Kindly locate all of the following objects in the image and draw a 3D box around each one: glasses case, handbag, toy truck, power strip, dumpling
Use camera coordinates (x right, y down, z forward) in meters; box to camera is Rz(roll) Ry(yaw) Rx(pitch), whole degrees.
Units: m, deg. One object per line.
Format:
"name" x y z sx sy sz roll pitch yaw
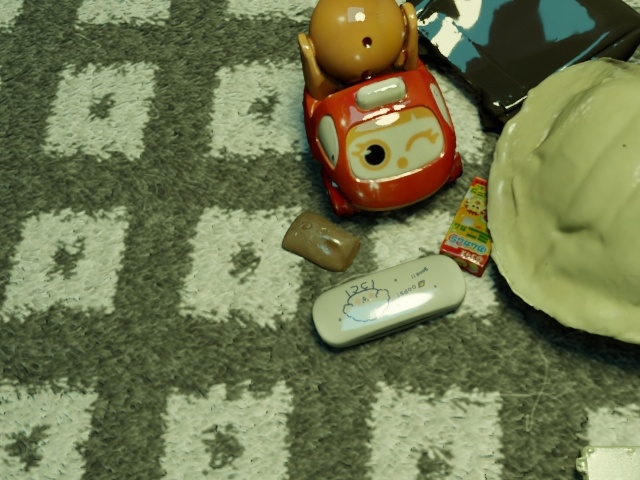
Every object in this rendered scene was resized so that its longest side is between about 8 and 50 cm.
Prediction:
"glasses case" 0.086 0.076 0.977 0.197 0.049 0.076 -18 64 -3
"handbag" 0.273 -0.301 1.109 0.257 0.113 0.285 -40 74 -7
"toy truck" 0.068 -0.182 1.001 0.189 0.239 0.264 -18 64 -2
"power strip" 0.380 0.268 0.860 0.192 0.035 0.081 -1 65 6
"dumpling" 0.344 -0.051 0.913 0.316 0.233 0.395 -31 60 8

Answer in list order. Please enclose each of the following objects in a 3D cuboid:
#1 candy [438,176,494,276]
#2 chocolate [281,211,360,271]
"candy" 0.205 -0.020 1.018 0.062 0.038 0.122 23 69 16
"chocolate" 0.000 0.000 1.035 0.101 0.031 0.064 29 75 17
